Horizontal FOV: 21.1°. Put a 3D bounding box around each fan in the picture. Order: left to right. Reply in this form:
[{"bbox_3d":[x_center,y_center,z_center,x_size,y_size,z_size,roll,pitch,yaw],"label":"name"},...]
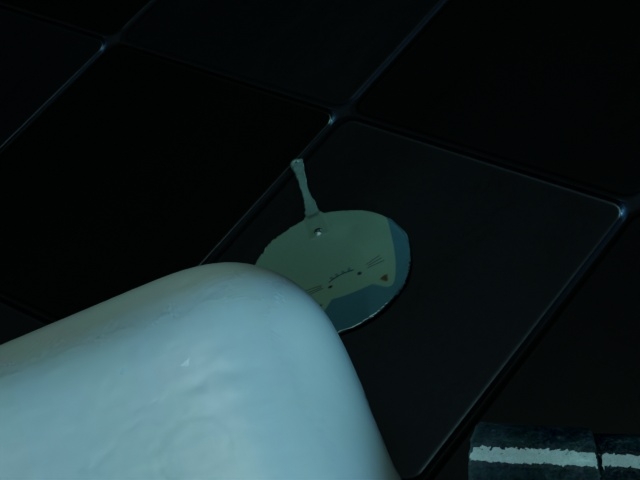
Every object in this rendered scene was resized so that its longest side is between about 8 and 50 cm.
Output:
[{"bbox_3d":[0.000,0.000,1.171,0.113,0.005,0.175,-21,44,4],"label":"fan"}]

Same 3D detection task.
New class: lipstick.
[{"bbox_3d":[0.198,0.130,0.928,0.234,0.053,0.053,0,48,20],"label":"lipstick"}]

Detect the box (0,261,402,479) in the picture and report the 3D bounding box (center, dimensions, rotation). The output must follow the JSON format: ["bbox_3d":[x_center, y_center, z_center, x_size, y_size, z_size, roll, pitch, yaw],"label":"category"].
[{"bbox_3d":[-0.125,0.176,0.931,0.349,0.141,0.288,-23,57,0],"label":"box"}]
